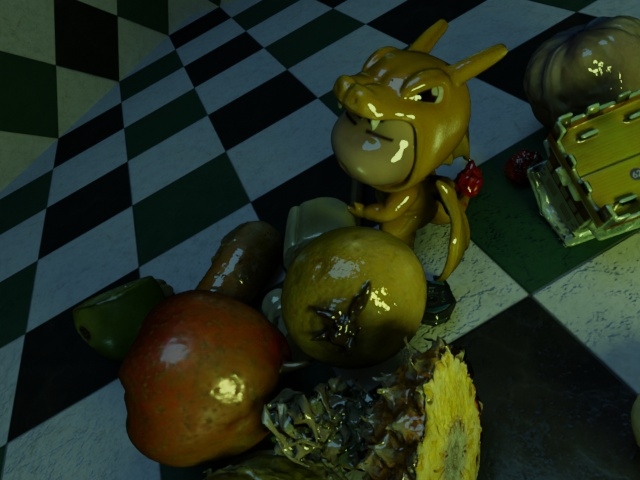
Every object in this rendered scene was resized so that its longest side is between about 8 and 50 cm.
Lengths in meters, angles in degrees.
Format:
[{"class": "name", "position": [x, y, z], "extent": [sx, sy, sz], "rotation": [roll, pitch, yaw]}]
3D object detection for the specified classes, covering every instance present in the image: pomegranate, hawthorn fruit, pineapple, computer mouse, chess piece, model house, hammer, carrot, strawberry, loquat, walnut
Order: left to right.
[{"class": "pomegranate", "position": [-0.422, 0.174, 1.114], "extent": [0.190, 0.159, 0.241], "rotation": [-23, 11, -6]}, {"class": "hawthorn fruit", "position": [-0.157, 0.220, 0.812], "extent": [0.299, 0.276, 0.276], "rotation": [-5, 43, 5]}, {"class": "carrot", "position": [-0.185, 0.089, 1.076], "extent": [0.139, 0.138, 0.301], "rotation": [6, 57, 35]}, {"class": "chess piece", "position": [-0.064, 0.151, 0.967], "extent": [0.094, 0.094, 0.170], "rotation": [-38, 36, -10]}, {"class": "loquat", "position": [0.051, 0.092, 0.807], "extent": [0.244, 0.243, 0.243], "rotation": [-17, 41, 15]}, {"class": "hammer", "position": [0.093, -0.172, 1.225], "extent": [0.044, 0.111, 0.365], "rotation": [-17, 47, 29]}, {"class": "pineapple", "position": [0.052, 0.251, 0.681], "extent": [0.272, 0.262, 0.262], "rotation": [-4, 45, 33]}, {"class": "computer mouse", "position": [0.197, 0.109, 0.886], "extent": [0.079, 0.047, 0.135], "rotation": [-6, 32, 10]}, {"class": "strawberry", "position": [0.408, -0.152, 1.025], "extent": [0.073, 0.073, 0.083], "rotation": [-39, 27, -12]}, {"class": "walnut", "position": [0.536, -0.311, 0.992], "extent": [0.249, 0.248, 0.248], "rotation": [-17, 41, 15]}, {"class": "model house", "position": [0.486, -0.114, 0.821], "extent": [0.224, 0.215, 0.198], "rotation": [-24, 71, 8]}]

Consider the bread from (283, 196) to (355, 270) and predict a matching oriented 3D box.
[{"class": "bread", "position": [0.000, 0.000, 1.052], "extent": [0.148, 0.133, 0.141], "rotation": [-7, 38, 8]}]

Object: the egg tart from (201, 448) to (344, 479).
[{"class": "egg tart", "position": [-0.107, 0.428, 0.663], "extent": [0.346, 0.132, 0.345], "rotation": [-17, 43, 16]}]

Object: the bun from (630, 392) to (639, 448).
[{"class": "bun", "position": [0.454, 0.224, 0.556], "extent": [0.167, 0.113, 0.173], "rotation": [-30, 16, -8]}]

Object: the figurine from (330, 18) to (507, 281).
[{"class": "figurine", "position": [0.181, -0.174, 0.943], "extent": [0.268, 0.387, 0.401], "rotation": [13, 48, 22]}]
